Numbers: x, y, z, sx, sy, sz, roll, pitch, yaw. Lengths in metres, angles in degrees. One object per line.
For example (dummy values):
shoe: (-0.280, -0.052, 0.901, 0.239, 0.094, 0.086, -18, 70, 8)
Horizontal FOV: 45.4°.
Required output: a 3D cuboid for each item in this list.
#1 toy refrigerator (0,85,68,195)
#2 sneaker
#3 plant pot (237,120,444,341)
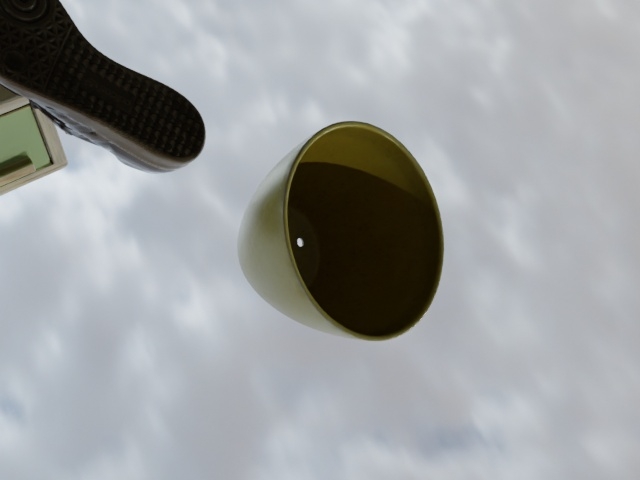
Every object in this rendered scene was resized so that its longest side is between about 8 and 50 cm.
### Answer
toy refrigerator: (-0.361, -0.063, 0.637, 0.269, 0.102, 0.094, -29, -120, -22)
sneaker: (-0.161, -0.096, 0.460, 0.188, 0.071, 0.066, 37, -119, -25)
plant pot: (0.000, 0.000, 0.495, 0.134, 0.095, 0.134, 10, -105, -40)
